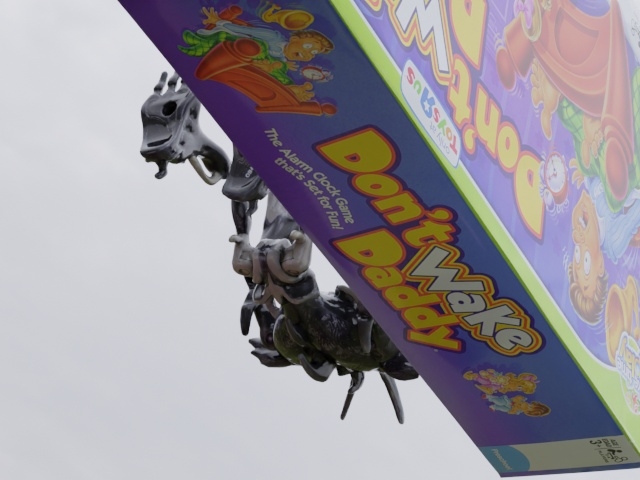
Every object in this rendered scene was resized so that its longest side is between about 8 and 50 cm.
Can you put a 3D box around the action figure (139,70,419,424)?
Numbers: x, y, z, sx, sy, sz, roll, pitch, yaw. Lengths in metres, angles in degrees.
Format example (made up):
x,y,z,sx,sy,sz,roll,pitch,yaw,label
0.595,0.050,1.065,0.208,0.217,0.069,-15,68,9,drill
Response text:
x,y,z,sx,sy,sz,roll,pitch,yaw,label
0.000,0.000,1.011,0.164,0.141,0.275,7,-36,37,action figure

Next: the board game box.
x,y,z,sx,sy,sz,roll,pitch,yaw,label
0.061,-0.083,0.690,0.078,0.233,0.347,-10,-42,30,board game box
